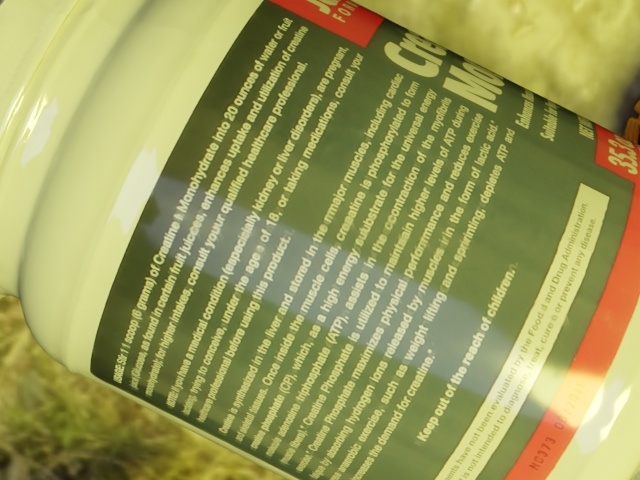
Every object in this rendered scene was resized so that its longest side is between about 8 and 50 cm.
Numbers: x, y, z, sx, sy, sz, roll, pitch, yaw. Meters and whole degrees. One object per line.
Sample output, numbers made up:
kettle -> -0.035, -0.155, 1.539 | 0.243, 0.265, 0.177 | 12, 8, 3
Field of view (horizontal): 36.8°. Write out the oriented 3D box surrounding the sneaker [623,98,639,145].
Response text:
sneaker -> 0.229, -0.091, 0.411 | 0.084, 0.083, 0.215 | 42, 104, -2

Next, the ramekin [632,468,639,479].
ramekin -> 0.226, 0.171, 0.425 | 0.207, 0.109, 0.207 | 9, 129, 12

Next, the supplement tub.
supplement tub -> 0.000, 0.000, 0.408 | 0.272, 0.191, 0.191 | 27, 106, 0
